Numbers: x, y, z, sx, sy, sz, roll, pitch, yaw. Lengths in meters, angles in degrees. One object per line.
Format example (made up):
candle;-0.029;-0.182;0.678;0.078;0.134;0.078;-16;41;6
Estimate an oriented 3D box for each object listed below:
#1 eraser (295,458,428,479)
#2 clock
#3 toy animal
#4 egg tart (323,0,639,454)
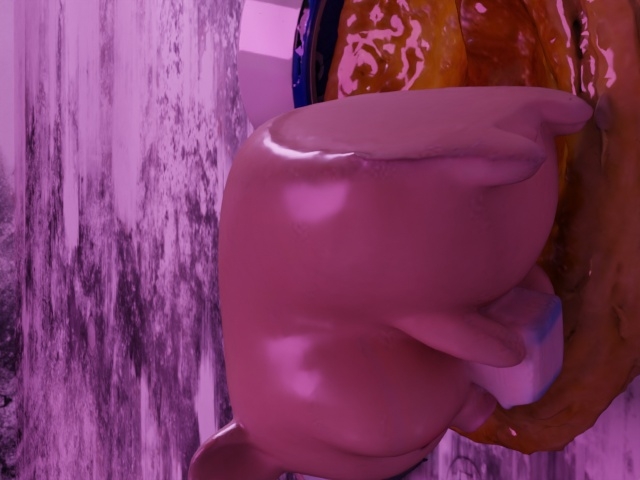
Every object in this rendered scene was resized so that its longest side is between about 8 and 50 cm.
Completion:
eraser;0.003;0.146;1.415;0.174;0.081;0.227;-48;59;50
clock;0.020;-0.179;1.236;0.083;0.230;0.230;14;107;29
toy animal;0.043;0.029;0.857;0.213;0.195;0.256;11;115;22
egg tart;0.148;-0.071;1.009;0.443;0.178;0.443;176;90;-65
